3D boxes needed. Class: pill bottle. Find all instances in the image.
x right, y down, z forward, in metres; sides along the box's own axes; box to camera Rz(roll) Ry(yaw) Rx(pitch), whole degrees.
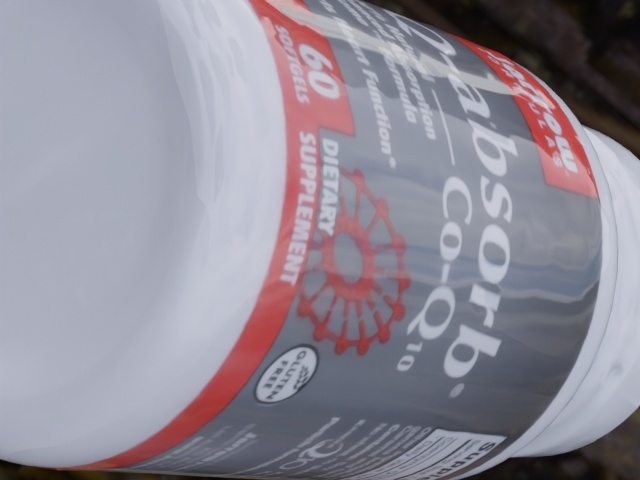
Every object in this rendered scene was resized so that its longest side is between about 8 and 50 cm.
[{"bbox_3d":[0.000,0.000,0.867,0.363,0.210,0.210,11,43,-52],"label":"pill bottle"}]
